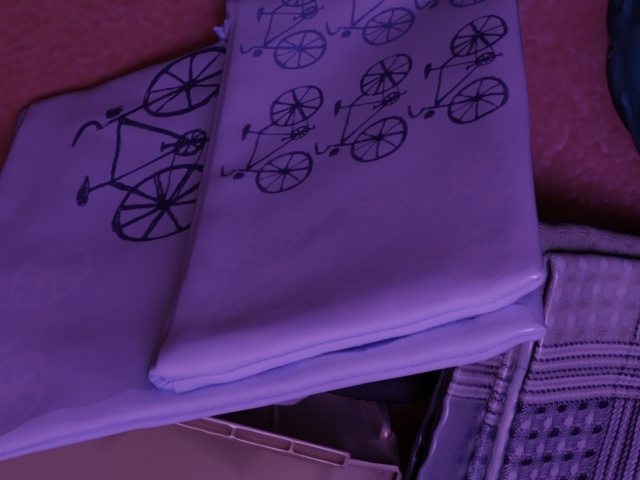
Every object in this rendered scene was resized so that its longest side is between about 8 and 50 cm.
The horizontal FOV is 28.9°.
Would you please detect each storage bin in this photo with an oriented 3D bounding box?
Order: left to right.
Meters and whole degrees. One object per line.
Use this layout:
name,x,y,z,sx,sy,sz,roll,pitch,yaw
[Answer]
storage bin,-0.105,0.204,0.821,0.260,0.123,0.262,15,105,-3

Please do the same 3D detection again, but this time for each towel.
towel,0.199,0.153,0.781,0.324,0.056,0.312,9,107,-23

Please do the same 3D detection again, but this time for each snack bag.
snack bag,-0.056,-0.034,0.642,0.342,0.323,0.037,-15,129,19

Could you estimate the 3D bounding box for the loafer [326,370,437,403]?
loafer,-0.023,0.051,0.780,0.220,0.080,0.078,7,103,-27

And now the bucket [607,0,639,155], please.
bucket,0.307,-0.100,0.691,0.281,0.183,0.281,0,106,1

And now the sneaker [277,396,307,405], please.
sneaker,0.000,0.000,0.717,0.111,0.103,0.252,30,60,9
